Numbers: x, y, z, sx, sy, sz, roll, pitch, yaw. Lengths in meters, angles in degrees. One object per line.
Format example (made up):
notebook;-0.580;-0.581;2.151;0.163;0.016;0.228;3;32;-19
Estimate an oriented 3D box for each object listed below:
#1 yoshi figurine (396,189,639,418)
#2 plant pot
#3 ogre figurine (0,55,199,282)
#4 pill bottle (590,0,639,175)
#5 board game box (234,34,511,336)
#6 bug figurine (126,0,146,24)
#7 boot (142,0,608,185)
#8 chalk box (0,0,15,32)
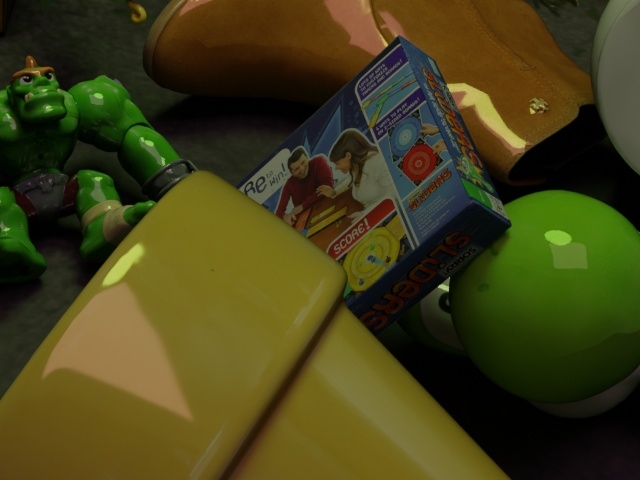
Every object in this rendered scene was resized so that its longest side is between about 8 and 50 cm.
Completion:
yoshi figurine;0.215;0.060;0.807;0.362;0.203;0.203;13;50;4
plant pot;-0.025;0.136;0.645;0.239;0.254;0.254;34;45;1
ogre figurine;-0.169;-0.040;0.891;0.197;0.097;0.118;-19;69;-11
pill bottle;0.258;-0.118;0.949;0.161;0.161;0.283;24;20;11
board game box;0.000;0.000;0.820;0.035;0.201;0.136;29;31;-39
bug figurine;-0.128;-0.261;1.029;0.216;0.072;0.279;60;27;-4
boot;0.053;-0.108;1.002;0.295;0.104;0.211;-18;51;-34
chalk box;-0.267;-0.270;1.073;0.132;0.132;0.213;9;43;-5
